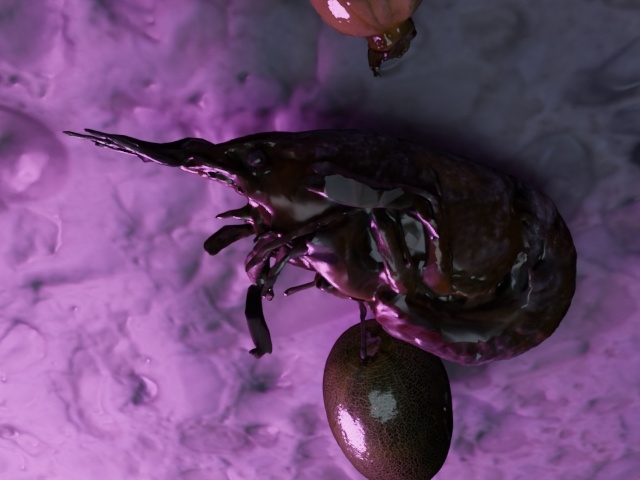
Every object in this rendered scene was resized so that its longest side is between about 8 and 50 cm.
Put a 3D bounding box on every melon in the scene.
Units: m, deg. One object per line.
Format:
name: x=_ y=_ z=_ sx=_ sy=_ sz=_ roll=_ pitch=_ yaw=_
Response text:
melon: x=0.054 y=0.129 z=0.656 sx=0.099 sy=0.099 sz=0.162 roll=-8 pitch=130 yaw=11

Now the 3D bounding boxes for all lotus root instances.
lotus root: x=0.019 y=-0.159 z=0.449 sx=0.073 sy=0.062 sz=0.150 roll=-28 pitch=126 yaw=-2

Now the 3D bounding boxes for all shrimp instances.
shrimp: x=0.002 y=-0.007 z=0.541 sx=0.343 sy=0.116 sz=0.145 roll=17 pitch=114 yaw=-9
